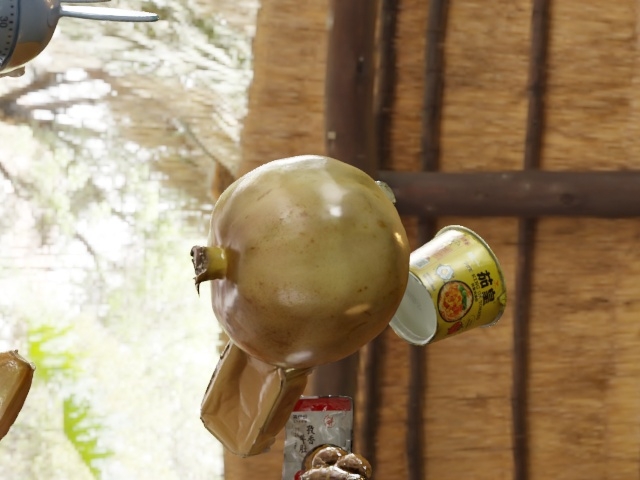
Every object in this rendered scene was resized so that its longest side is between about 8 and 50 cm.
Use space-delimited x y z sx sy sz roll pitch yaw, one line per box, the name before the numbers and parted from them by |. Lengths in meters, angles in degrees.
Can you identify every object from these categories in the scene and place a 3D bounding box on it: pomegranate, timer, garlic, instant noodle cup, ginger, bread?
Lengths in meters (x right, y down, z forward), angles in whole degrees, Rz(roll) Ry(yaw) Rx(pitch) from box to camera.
pomegranate | -0.032 0.033 1.512 0.319 0.319 0.319 180 -90 -67
timer | -0.338 -0.251 1.214 0.175 0.255 0.175 -13 -112 35
garlic | -0.552 0.284 1.759 0.115 0.128 0.206 84 14 -45
instant noodle cup | 0.191 0.083 1.744 0.182 0.144 0.182 33 -46 42
ginger | 0.042 0.467 2.141 0.162 0.073 0.103 -4 -139 37
bread | -0.105 0.245 1.785 0.136 0.107 0.241 40 -52 21

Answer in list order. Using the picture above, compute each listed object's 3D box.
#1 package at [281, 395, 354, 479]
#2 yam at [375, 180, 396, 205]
package | -0.007 0.449 2.268 0.030 0.154 0.239 165 -74 -87
yam | 0.000 0.000 1.784 0.317 0.067 0.071 -36 -149 36
